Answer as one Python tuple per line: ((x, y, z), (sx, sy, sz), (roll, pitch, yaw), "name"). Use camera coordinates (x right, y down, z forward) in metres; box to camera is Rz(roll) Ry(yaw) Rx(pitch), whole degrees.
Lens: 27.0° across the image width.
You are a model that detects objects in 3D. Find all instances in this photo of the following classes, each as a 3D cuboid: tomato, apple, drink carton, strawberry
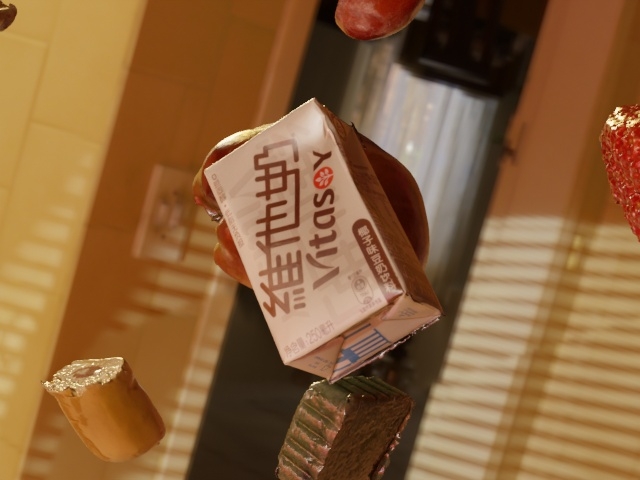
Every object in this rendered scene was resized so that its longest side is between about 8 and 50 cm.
((0.092, -0.325, 1.769), (0.091, 0.139, 0.159), (40, 151, 7), "tomato")
((-0.015, -0.043, 2.109), (0.365, 0.295, 0.329), (3, -173, -32), "apple")
((0.000, 0.000, 1.759), (0.132, 0.194, 0.324), (31, -150, -58), "drink carton")
((0.493, -0.083, 1.715), (0.239, 0.250, 0.288), (-31, -134, -27), "strawberry")

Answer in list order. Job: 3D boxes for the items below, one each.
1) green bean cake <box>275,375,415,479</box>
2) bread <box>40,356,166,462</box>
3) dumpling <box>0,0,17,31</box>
((0.032, 0.285, 1.947), (0.094, 0.181, 0.173), (32, -163, 36), "green bean cake")
((-0.311, 0.250, 1.933), (0.134, 0.173, 0.085), (-9, -147, 32), "bread")
((-0.476, -0.310, 1.785), (0.127, 0.108, 0.188), (-1, -168, 2), "dumpling")
